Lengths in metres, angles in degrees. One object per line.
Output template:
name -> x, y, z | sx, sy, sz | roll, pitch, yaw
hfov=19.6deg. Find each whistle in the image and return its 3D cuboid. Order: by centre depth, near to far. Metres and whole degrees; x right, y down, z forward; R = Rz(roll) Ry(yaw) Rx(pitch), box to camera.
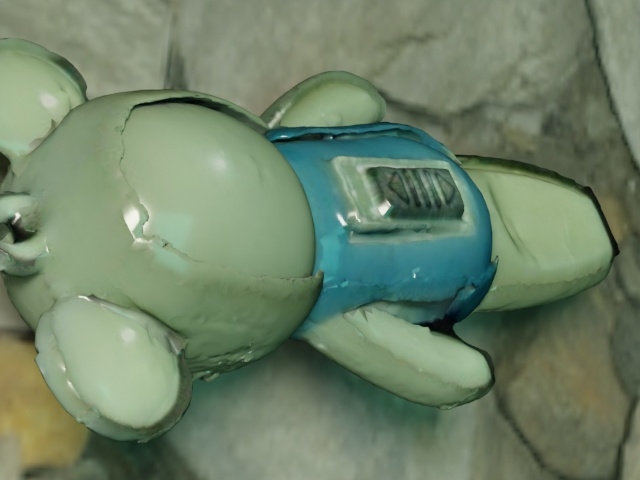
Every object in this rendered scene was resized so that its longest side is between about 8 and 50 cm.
whistle -> 0.000, 0.000, 0.526 | 0.236, 0.077, 0.114 | 0, 60, -45
